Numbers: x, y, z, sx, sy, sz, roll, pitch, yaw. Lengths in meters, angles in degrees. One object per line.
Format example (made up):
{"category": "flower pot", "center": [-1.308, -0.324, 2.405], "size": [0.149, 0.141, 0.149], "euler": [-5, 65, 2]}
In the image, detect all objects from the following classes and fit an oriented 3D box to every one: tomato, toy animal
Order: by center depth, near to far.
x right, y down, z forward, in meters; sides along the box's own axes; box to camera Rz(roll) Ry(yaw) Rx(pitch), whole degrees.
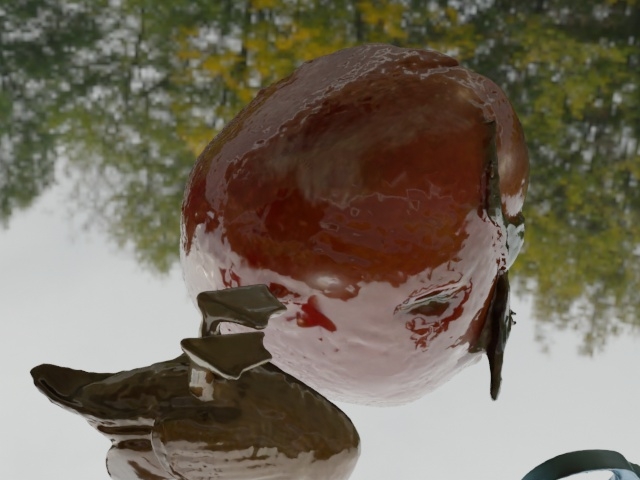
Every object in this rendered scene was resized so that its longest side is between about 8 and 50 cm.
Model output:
{"category": "toy animal", "center": [-0.070, 0.116, 0.634], "size": [0.188, 0.179, 0.089], "euler": [6, -149, 7]}
{"category": "tomato", "center": [0.001, 0.002, 0.807], "size": [0.309, 0.309, 0.170], "euler": [11, -164, 21]}

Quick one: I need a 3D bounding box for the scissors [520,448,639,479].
{"category": "scissors", "center": [0.244, 0.168, 0.757], "size": [0.256, 0.125, 0.030], "euler": [-12, -138, -15]}
